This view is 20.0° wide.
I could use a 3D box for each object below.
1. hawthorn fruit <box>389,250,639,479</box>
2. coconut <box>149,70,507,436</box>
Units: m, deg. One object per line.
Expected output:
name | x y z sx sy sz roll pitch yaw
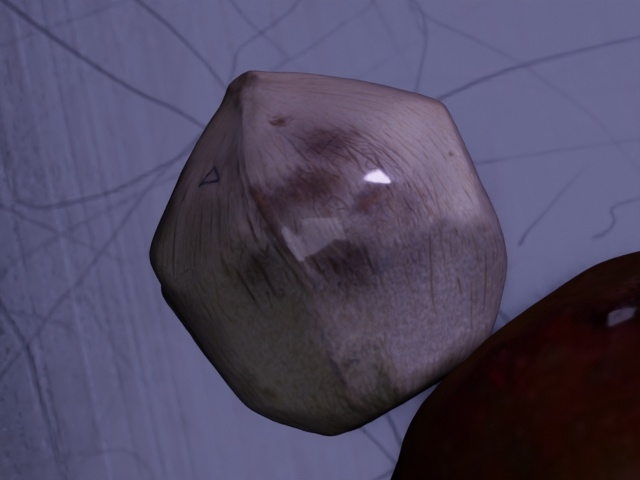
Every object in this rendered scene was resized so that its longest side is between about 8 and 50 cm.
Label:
hawthorn fruit | 0.191 0.160 1.034 0.325 0.308 0.308 -2 86 40
coconut | 0.000 0.000 1.095 0.224 0.224 0.224 0 87 4
